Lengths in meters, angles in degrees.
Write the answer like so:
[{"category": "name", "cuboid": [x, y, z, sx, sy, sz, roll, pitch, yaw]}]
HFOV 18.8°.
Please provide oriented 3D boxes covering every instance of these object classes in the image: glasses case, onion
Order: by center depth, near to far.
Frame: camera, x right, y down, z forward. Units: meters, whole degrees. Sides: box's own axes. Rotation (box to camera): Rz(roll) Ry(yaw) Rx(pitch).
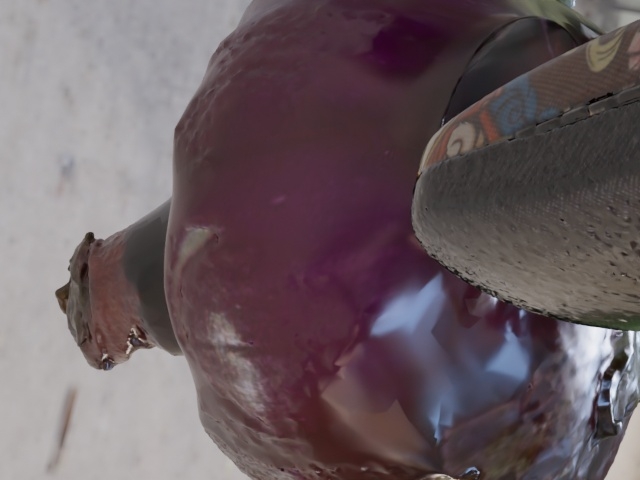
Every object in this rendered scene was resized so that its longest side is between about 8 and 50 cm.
[{"category": "glasses case", "cuboid": [0.154, -0.028, 0.609, 0.122, 0.321, 0.082, 21, 68, -30]}, {"category": "onion", "cuboid": [0.000, 0.000, 1.244, 0.398, 0.420, 0.398, -7, 98, -60]}]

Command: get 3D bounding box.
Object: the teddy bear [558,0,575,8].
[{"category": "teddy bear", "cuboid": [0.138, -0.192, 1.530, 0.213, 0.111, 0.133, -52, 180, -22]}]
